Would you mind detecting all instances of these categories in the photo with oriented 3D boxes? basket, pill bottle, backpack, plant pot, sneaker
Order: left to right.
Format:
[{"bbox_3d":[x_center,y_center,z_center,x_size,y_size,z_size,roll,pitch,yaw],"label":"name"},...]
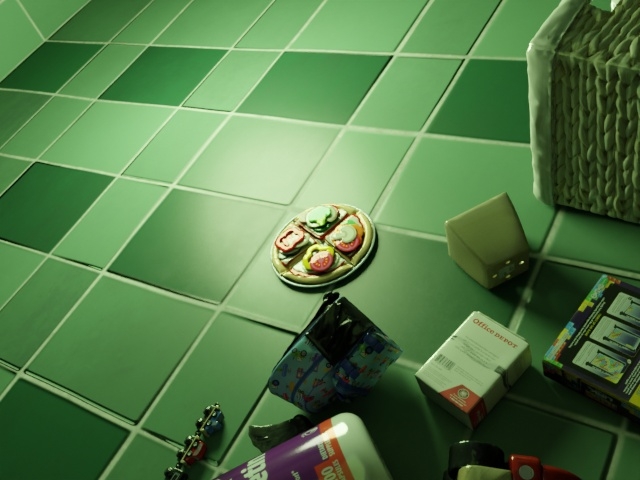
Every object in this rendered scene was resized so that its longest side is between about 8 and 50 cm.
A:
[{"bbox_3d":[-0.060,0.356,0.832,0.323,0.181,0.181,-27,44,-2],"label":"pill bottle"},{"bbox_3d":[-0.016,0.281,0.977,0.170,0.051,0.089,-22,49,7],"label":"sneaker"},{"bbox_3d":[0.015,0.180,0.990,0.117,0.158,0.173,41,86,25],"label":"backpack"},{"bbox_3d":[0.269,0.010,1.075,0.109,0.109,0.096,-27,56,-2],"label":"plant pot"},{"bbox_3d":[0.505,-0.238,1.039,0.266,0.331,0.328,22,61,35],"label":"basket"}]

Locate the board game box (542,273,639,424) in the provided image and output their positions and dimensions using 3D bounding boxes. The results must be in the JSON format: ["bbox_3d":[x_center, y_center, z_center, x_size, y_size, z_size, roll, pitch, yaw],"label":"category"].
[{"bbox_3d":[0.406,0.141,0.926,0.141,0.048,0.170,27,64,37],"label":"board game box"}]

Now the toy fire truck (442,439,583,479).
[{"bbox_3d":[0.248,0.333,0.714,0.246,0.217,0.158,5,53,8],"label":"toy fire truck"}]

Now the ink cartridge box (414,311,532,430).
[{"bbox_3d":[0.216,0.180,0.965,0.135,0.056,0.099,-42,47,-16],"label":"ink cartridge box"}]

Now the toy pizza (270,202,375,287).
[{"bbox_3d":[0.000,0.000,1.246,0.201,0.032,0.201,-12,45,13],"label":"toy pizza"}]

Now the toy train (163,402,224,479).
[{"bbox_3d":[-0.192,0.316,1.038,0.036,0.027,0.158,14,56,29],"label":"toy train"}]
